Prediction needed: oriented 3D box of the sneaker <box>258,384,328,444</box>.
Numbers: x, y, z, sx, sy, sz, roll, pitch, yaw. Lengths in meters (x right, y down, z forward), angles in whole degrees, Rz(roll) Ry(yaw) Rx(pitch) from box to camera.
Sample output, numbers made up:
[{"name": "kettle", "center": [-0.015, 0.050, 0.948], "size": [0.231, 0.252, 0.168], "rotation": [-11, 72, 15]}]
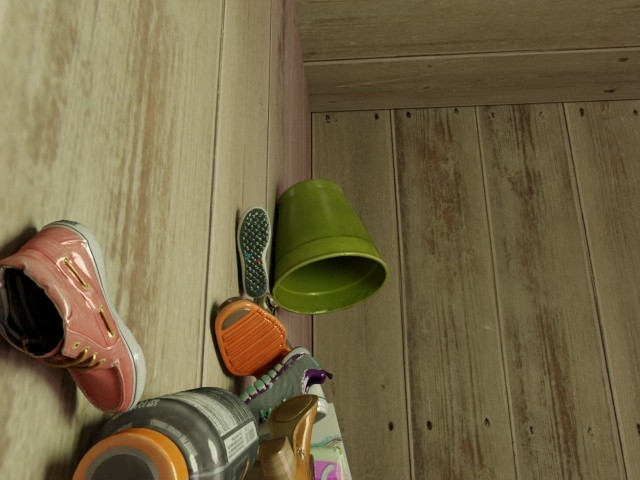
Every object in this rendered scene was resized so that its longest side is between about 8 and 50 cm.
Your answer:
[{"name": "sneaker", "center": [-0.073, 0.371, 1.126], "size": [0.258, 0.094, 0.091], "rotation": [-39, -139, 34]}]

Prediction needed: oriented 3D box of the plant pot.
[{"name": "plant pot", "center": [0.000, 0.000, 1.699], "size": [0.366, 0.367, 0.352], "rotation": [83, -6, -57]}]

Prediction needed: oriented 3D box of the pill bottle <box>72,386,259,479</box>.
[{"name": "pill bottle", "center": [-0.146, 0.219, 0.519], "size": [0.245, 0.131, 0.130], "rotation": [71, 18, -77]}]

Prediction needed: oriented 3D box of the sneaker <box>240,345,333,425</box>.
[{"name": "sneaker", "center": [-0.080, 0.306, 0.997], "size": [0.224, 0.098, 0.083], "rotation": [-43, 148, -23]}]

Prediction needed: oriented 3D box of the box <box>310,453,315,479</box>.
[{"name": "box", "center": [-0.095, 0.514, 0.918], "size": [0.203, 0.169, 0.167], "rotation": [-86, 174, -65]}]

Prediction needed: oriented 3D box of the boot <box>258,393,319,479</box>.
[{"name": "boot", "center": [-0.038, 0.357, 0.849], "size": [0.197, 0.073, 0.152], "rotation": [-43, 120, -63]}]

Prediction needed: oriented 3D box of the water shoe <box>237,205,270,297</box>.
[{"name": "water shoe", "center": [-0.155, 0.024, 1.157], "size": [0.080, 0.073, 0.203], "rotation": [-167, -101, -71]}]

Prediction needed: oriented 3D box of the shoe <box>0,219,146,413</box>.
[{"name": "shoe", "center": [-0.192, 0.078, 0.401], "size": [0.081, 0.064, 0.177], "rotation": [-80, 163, -68]}]

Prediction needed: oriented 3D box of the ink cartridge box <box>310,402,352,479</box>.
[{"name": "ink cartridge box", "center": [-0.030, 0.612, 1.378], "size": [0.270, 0.197, 0.198], "rotation": [-106, -171, -50]}]

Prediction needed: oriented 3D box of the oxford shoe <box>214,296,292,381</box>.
[{"name": "oxford shoe", "center": [-0.141, 0.195, 1.054], "size": [0.132, 0.130, 0.363], "rotation": [51, -11, 33]}]

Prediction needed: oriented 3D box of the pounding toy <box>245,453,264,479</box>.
[{"name": "pounding toy", "center": [-0.121, 0.408, 0.845], "size": [0.141, 0.130, 0.100], "rotation": [-88, 175, -49]}]

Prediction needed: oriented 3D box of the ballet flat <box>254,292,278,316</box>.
[{"name": "ballet flat", "center": [-0.133, 0.253, 1.344], "size": [0.084, 0.058, 0.249], "rotation": [-72, 160, -79]}]

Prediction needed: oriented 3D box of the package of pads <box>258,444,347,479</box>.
[{"name": "package of pads", "center": [-0.054, 0.591, 1.097], "size": [0.101, 0.229, 0.296], "rotation": [78, 11, -72]}]
